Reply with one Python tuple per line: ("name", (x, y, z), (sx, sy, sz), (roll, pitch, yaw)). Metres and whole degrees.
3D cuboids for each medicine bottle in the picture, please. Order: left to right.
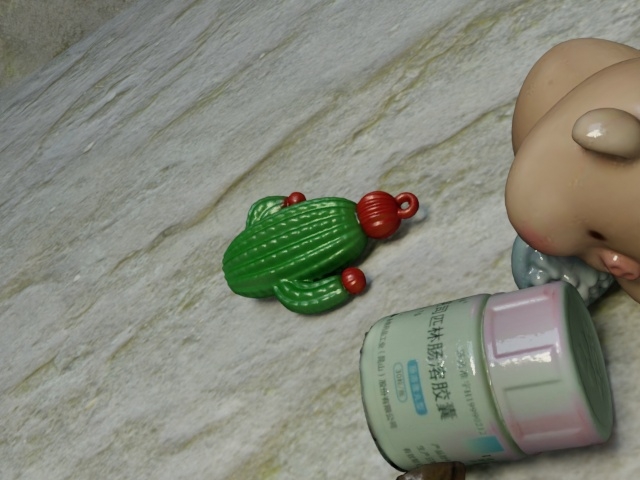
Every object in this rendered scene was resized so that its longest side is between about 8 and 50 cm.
("medicine bottle", (0.131, 0.110, 0.569), (0.168, 0.135, 0.135), (-16, 43, 28))

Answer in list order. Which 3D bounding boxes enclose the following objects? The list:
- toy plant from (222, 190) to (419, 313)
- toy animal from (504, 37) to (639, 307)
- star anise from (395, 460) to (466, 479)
("toy plant", (-0.008, 0.012, 0.839), (0.240, 0.088, 0.155), (3, 67, 31))
("toy animal", (0.257, -0.065, 0.582), (0.229, 0.209, 0.221), (127, 164, -61))
("star anise", (0.035, 0.270, 0.505), (0.214, 0.099, 0.220), (-39, 34, 26))
